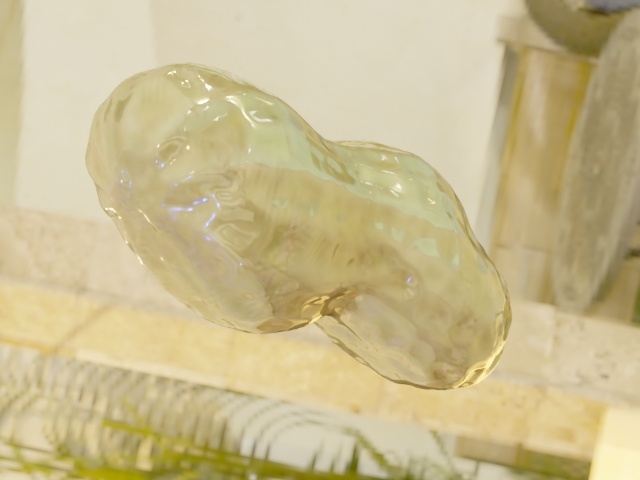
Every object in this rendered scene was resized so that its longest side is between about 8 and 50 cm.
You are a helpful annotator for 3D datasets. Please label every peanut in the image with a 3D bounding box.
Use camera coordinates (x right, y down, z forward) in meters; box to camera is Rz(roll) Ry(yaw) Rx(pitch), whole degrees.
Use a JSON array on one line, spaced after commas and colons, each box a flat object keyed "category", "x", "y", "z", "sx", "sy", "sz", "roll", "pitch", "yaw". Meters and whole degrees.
[{"category": "peanut", "x": 0.000, "y": 0.000, "z": 0.536, "sx": 0.082, "sy": 0.187, "sz": 0.082, "roll": -27, "pitch": 52, "yaw": 41}]
